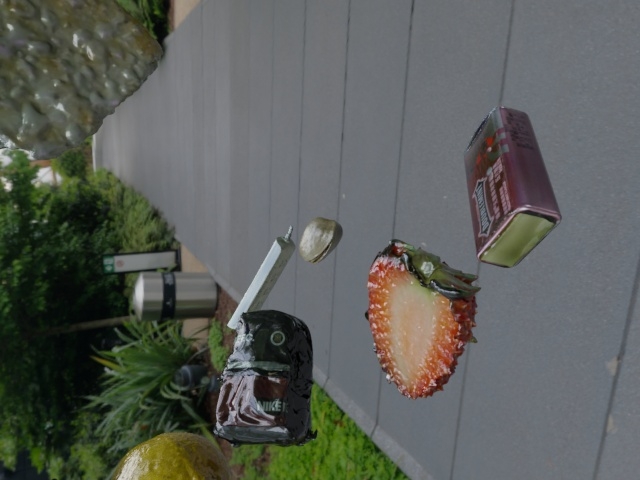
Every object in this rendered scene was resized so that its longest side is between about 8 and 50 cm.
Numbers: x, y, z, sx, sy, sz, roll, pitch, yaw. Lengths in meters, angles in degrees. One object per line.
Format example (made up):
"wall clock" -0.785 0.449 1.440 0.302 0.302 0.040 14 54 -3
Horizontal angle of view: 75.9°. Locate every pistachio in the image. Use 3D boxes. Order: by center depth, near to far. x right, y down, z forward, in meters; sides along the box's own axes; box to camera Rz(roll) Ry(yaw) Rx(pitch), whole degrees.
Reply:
"pistachio" 0.000 0.000 1.170 0.113 0.113 0.149 48 118 48

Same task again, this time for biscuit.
"biscuit" -0.271 -0.163 0.372 0.040 0.265 0.189 -7 96 50

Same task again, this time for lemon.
"lemon" -0.239 0.407 0.649 0.256 0.188 0.189 -41 57 36

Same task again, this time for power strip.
"power strip" -0.112 0.080 0.816 0.027 0.060 0.253 37 107 18

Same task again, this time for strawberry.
"strawberry" 0.194 0.153 0.810 0.233 0.137 0.307 35 133 38

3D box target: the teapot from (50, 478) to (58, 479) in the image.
"teapot" -0.376 0.387 0.560 0.085 0.080 0.110 59 -170 -11

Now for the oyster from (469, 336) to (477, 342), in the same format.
"oyster" 0.338 0.226 0.990 0.093 0.051 0.034 31 90 13

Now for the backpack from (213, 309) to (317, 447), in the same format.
"backpack" -0.069 0.169 0.515 0.106 0.119 0.165 61 -156 -63

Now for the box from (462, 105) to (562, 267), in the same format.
"box" 0.267 -0.083 0.596 0.120 0.068 0.224 110 172 -51
